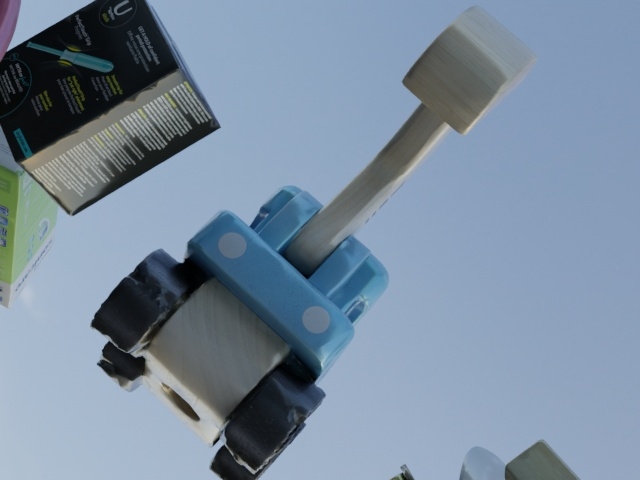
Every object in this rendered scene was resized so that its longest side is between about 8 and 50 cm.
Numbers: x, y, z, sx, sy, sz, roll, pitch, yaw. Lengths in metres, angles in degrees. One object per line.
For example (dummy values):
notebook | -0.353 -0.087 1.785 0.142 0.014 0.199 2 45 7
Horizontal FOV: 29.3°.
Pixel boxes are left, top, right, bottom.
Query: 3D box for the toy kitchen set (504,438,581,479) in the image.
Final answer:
toy kitchen set | 0.190 0.341 1.283 0.122 0.207 0.166 49 -16 31

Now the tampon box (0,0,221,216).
tampon box | -0.193 -0.125 1.078 0.120 0.161 0.101 61 2 31

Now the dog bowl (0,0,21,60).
dog bowl | -0.400 -0.241 0.935 0.150 0.408 0.408 -17 -91 30

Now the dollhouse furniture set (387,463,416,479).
dollhouse furniture set | 0.066 0.383 1.455 0.101 0.182 0.161 59 -1 -29

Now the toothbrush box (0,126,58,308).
toothbrush box | -0.431 -0.074 1.482 0.206 0.122 0.283 26 -39 3

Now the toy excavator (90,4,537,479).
toy excavator | 0.000 0.000 1.242 0.222 0.445 0.433 41 -21 5

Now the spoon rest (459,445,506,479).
spoon rest | 0.221 0.325 1.491 0.084 0.276 0.137 -7 -106 30
